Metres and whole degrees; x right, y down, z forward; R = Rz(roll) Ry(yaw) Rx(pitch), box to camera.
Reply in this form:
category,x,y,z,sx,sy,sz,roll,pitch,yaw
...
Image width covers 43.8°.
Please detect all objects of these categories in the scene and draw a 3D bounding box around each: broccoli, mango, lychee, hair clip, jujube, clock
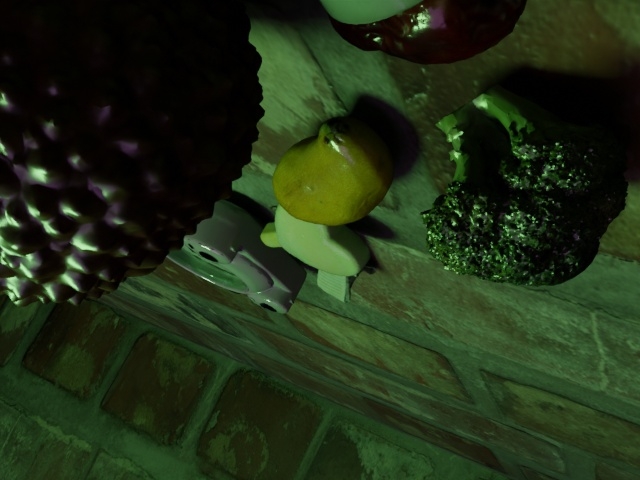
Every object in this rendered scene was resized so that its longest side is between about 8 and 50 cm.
category,x,y,z,sx,sy,sz,roll,pitch,yaw
broccoli,0.134,-0.034,0.532,0.138,0.146,0.162,59,178,1
mango,0.013,-0.059,0.723,0.098,0.075,0.190,22,158,-13
lychee,-0.169,-0.101,0.509,0.304,0.276,0.276,38,173,38
hair clip,-0.003,0.000,0.948,0.159,0.071,0.218,22,159,24
jujube,0.053,-0.133,0.438,0.077,0.077,0.129,38,166,-32
clock,-0.159,0.002,1.140,0.248,0.090,0.227,17,160,35

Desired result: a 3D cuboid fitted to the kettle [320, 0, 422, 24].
category,x,y,z,sx,sy,sz,roll,pitch,yaw
kettle,0.002,-0.189,0.346,0.098,0.127,0.148,-23,134,26
